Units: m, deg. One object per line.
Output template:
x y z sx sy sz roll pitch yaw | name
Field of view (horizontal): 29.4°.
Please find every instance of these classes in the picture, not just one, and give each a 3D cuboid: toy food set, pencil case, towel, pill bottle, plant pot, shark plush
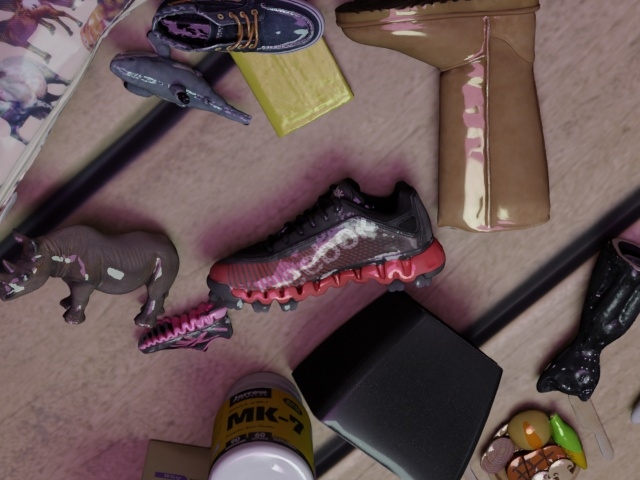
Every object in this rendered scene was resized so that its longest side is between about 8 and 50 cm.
0.266 0.272 1.523 0.192 0.038 0.132 -27 108 7 | toy food set
-0.326 -0.174 1.283 0.183 0.160 0.410 36 104 -5 | pencil case
-0.060 -0.237 1.349 0.102 0.021 0.237 -26 109 12 | towel
-0.068 0.241 1.410 0.119 0.208 0.119 -1 109 -2 | pill bottle
0.101 0.165 1.414 0.188 0.187 0.167 38 92 -13 | plant pot
-0.156 -0.159 1.344 0.161 0.067 0.073 37 103 -13 | shark plush

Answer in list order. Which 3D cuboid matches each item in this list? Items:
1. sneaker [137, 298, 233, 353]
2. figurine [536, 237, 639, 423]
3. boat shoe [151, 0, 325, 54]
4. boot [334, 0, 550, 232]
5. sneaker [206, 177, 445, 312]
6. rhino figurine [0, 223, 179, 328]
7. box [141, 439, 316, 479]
-0.158 0.115 1.455 0.119 0.047 0.057 -21 120 6 | sneaker
0.392 0.129 1.462 0.214 0.092 0.209 21 114 -10 | figurine
-0.088 -0.224 1.298 0.183 0.083 0.065 3 112 0 | boat shoe
0.141 -0.139 1.354 0.236 0.089 0.270 -4 110 -1 | boot
0.000 0.000 1.390 0.276 0.097 0.135 -11 109 -1 | sneaker
-0.262 0.034 1.360 0.243 0.073 0.106 6 107 -38 | rhino figurine
-0.114 0.355 1.429 0.213 0.243 0.117 9 109 -6 | box
